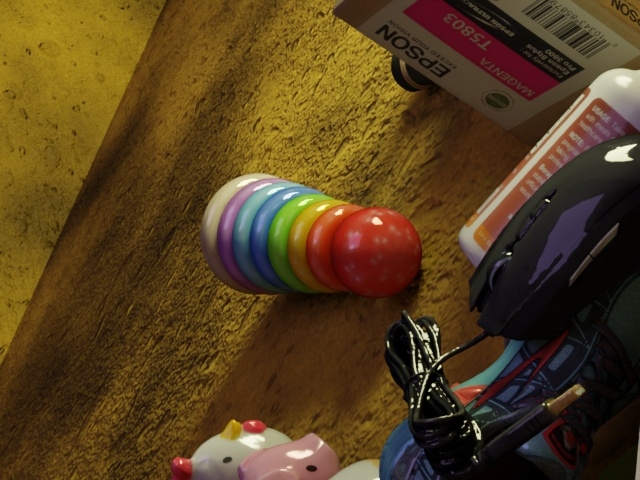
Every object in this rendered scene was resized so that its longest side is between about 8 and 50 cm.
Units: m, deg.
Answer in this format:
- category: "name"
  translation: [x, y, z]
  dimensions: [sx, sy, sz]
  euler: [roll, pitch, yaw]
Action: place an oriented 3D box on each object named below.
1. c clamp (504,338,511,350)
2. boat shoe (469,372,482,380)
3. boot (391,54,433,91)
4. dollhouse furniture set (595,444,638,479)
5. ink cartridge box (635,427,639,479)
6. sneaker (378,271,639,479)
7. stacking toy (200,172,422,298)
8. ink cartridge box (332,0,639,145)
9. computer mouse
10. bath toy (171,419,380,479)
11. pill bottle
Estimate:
- category: "c clamp"
  translation: [0.200, 0.029, 1.033]
  dimensions: [0.160, 0.022, 0.137]
  euler: [-60, 21, 0]
- category: "boat shoe"
  translation: [0.127, 0.126, 1.029]
  dimensions: [0.137, 0.043, 0.049]
  euler: [-45, 41, 38]
- category: "boot"
  translation: [0.158, -0.265, 1.456]
  dimensions: [0.137, 0.077, 0.198]
  euler: [-9, 68, 58]
- category: "dollhouse furniture set"
  translation: [0.208, 0.131, 0.829]
  dimensions: [0.151, 0.058, 0.076]
  euler: [-50, 23, 26]
- category: "ink cartridge box"
  translation: [0.228, 0.121, 0.703]
  dimensions: [0.115, 0.067, 0.198]
  euler: [1, 58, 19]
- category: "sneaker"
  translation: [0.154, 0.112, 0.845]
  dimensions: [0.262, 0.104, 0.125]
  euler: [-46, 16, 10]
- category: "stacking toy"
  translation: [0.000, 0.000, 1.398]
  dimensions: [0.330, 0.141, 0.141]
  euler: [6, 68, 61]
- category: "ink cartridge box"
  translation: [0.160, -0.200, 1.121]
  dimensions: [0.193, 0.235, 0.088]
  euler: [-31, 34, 53]
- category: "computer mouse"
  translation: [0.139, 0.027, 0.805]
  dimensions: [0.262, 0.060, 0.184]
  euler: [-36, 26, 15]
- category: "bath toy"
  translation: [-0.013, 0.222, 1.045]
  dimensions: [0.348, 0.129, 0.151]
  euler: [21, 91, 61]
- category: "pill bottle"
  translation: [0.210, -0.041, 0.939]
  dimensions: [0.216, 0.121, 0.121]
  euler: [-49, 23, 13]
